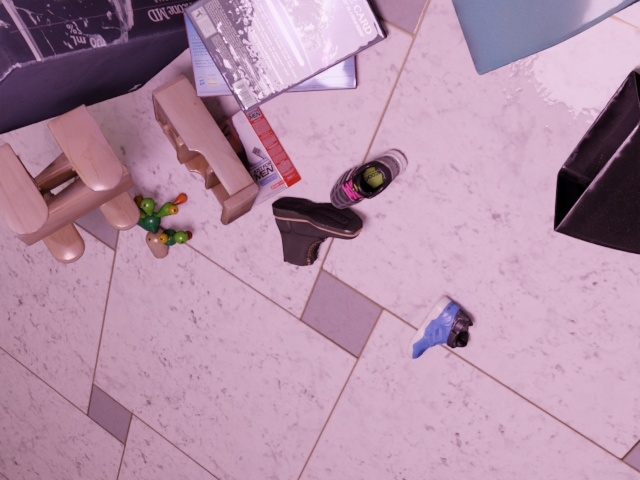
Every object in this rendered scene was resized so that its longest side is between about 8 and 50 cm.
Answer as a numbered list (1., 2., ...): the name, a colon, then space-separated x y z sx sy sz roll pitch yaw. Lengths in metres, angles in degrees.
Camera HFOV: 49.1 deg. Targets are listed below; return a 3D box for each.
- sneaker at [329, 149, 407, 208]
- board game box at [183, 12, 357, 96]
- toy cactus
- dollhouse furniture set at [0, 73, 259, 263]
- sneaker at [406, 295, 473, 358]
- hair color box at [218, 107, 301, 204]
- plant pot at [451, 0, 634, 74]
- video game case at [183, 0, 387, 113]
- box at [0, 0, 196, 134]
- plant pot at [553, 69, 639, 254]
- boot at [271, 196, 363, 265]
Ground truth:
1. sneaker: 0.071 -0.100 1.230 0.170 0.075 0.063 -28 97 39
2. board game box: -0.082 -0.322 1.180 0.281 0.027 0.145 -1 116 9
3. toy cactus: -0.362 -0.037 1.536 0.219 0.112 0.181 23 143 18
4. dollhouse furniture set: -0.350 -0.079 1.280 0.256 0.394 0.362 57 166 3
5. sneaker: 0.223 0.183 1.291 0.084 0.058 0.152 39 122 20
6. hair color box: -0.122 -0.162 1.334 0.093 0.053 0.167 -26 97 39
7. plant pot: 0.303 -0.333 0.862 0.234 0.165 0.166 -5 112 54
8. video game case: -0.058 -0.352 1.134 0.274 0.026 0.196 -24 109 17
9. box: -0.504 -0.460 1.145 0.297 0.480 0.472 -24 100 36
10. plant pot: 0.442 -0.085 0.946 0.167 0.188 0.187 28 126 3
11. boot: 0.000 0.000 1.337 0.197 0.077 0.137 19 128 39
